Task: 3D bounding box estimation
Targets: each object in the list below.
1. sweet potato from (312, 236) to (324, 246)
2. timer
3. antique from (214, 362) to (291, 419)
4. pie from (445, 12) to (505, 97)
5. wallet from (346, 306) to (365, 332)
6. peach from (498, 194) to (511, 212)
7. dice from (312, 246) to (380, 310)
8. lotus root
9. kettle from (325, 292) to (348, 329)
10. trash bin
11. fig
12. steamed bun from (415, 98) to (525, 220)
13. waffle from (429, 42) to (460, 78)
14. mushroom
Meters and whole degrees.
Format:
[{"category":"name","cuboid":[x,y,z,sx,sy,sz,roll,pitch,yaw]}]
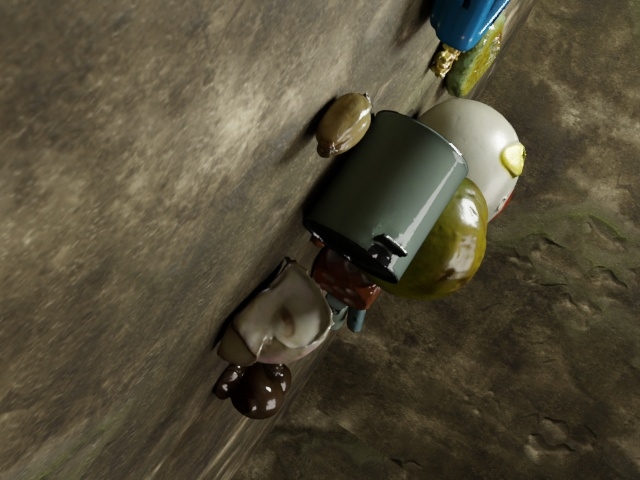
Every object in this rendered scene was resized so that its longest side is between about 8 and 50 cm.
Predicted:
[{"category":"sweet potato","cuboid":[0.000,0.000,1.541,0.034,0.034,0.095,-57,170,-2]},{"category":"timer","cuboid":[0.313,-0.508,1.189,0.340,0.115,0.309,-52,169,-29]},{"category":"antique","cuboid":[-0.141,0.336,1.616,0.121,0.143,0.257,-59,173,3]},{"category":"pie","cuboid":[0.436,-0.527,1.950,0.277,0.078,0.277,-52,165,-20]},{"category":"wallet","cuboid":[0.160,0.120,2.466,0.252,0.083,0.360,-72,174,-62]},{"category":"peach","cuboid":[0.474,-0.189,2.410,0.388,0.388,0.388,-55,171,-13]},{"category":"dice","cuboid":[0.092,0.063,1.814,0.174,0.175,0.179,-53,167,-21]},{"category":"lotus root","cuboid":[0.036,-0.176,1.026,0.150,0.062,0.073,-52,147,-37]},{"category":"kettle","cuboid":[0.057,0.237,2.483,0.127,0.098,0.148,-44,162,-34]},{"category":"trash bin","cuboid":[0.128,-0.082,1.338,0.262,0.217,0.277,-56,-155,-8]},{"category":"fig","cuboid":[0.208,-0.030,1.599,0.343,0.343,0.343,-55,171,-13]},{"category":"steamed bun","cuboid":[0.356,-0.189,1.848,0.374,0.334,0.334,-64,169,27]},{"category":"waffle","cuboid":[0.320,-0.464,1.600,0.192,0.046,0.160,-59,171,17]},{"category":"mushroom","cuboid":[-0.082,0.189,1.339,0.236,0.162,0.173,-45,164,-46]}]
